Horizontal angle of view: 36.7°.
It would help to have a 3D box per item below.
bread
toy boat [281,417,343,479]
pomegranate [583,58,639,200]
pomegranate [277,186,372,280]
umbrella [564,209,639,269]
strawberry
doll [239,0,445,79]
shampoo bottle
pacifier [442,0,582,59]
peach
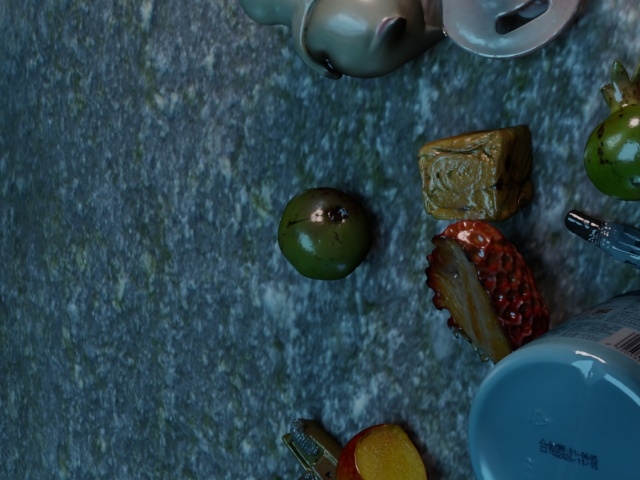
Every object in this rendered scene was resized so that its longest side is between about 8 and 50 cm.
[{"bbox_3d":[0.261,-0.107,1.599,0.158,0.143,0.149,-6,96,38],"label":"bread"},{"bbox_3d":[0.031,0.502,1.958,0.321,0.121,0.089,51,122,20],"label":"toy boat"},{"bbox_3d":[0.470,-0.158,1.421,0.156,0.156,0.220,-4,67,41],"label":"pomegranate"},{"bbox_3d":[0.006,0.007,1.836,0.179,0.179,0.210,31,139,32],"label":"pomegranate"},{"bbox_3d":[0.490,0.014,1.486,0.250,0.052,0.053,32,120,31],"label":"umbrella"},{"bbox_3d":[0.278,0.066,1.589,0.280,0.150,0.253,64,167,-19],"label":"strawberry"},{"bbox_3d":[0.017,-0.418,1.688,0.226,0.215,0.370,-50,65,19],"label":"doll"},{"bbox_3d":[0.433,0.264,1.402,0.331,0.342,0.331,10,106,39],"label":"shampoo bottle"},{"bbox_3d":[0.260,-0.442,1.474,0.220,0.273,0.332,-35,76,57],"label":"pacifier"},{"bbox_3d":[0.119,0.451,1.829,0.190,0.190,0.192,19,108,37],"label":"peach"}]
